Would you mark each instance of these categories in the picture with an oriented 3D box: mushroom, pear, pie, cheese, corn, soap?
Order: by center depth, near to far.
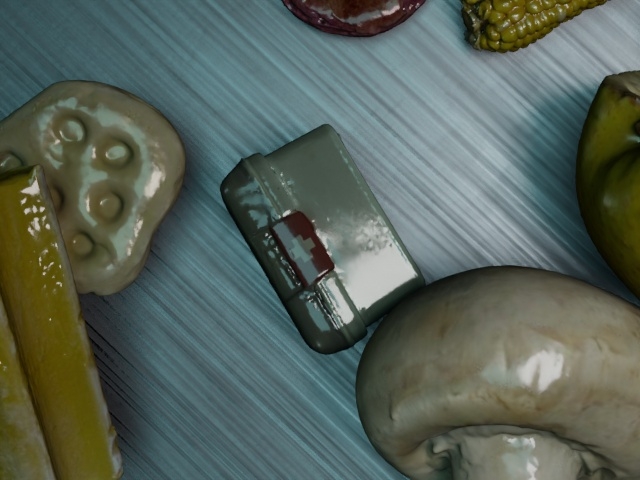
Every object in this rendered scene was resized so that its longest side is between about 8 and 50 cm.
[{"bbox_3d":[0.386,0.001,0.834,0.386,0.340,0.191,13,117,-20],"label":"pear"},{"bbox_3d":[0.174,0.175,0.837,0.297,0.297,0.290,2,58,6],"label":"mushroom"},{"bbox_3d":[-0.371,0.111,0.919,0.293,0.156,0.335,-4,110,18],"label":"soap"},{"bbox_3d":[0.281,-0.283,0.929,0.312,0.102,0.102,-26,89,2],"label":"corn"},{"bbox_3d":[0.035,-0.295,0.975,0.182,0.049,0.182,0,87,3],"label":"pie"},{"bbox_3d":[-0.245,-0.051,0.977,0.235,0.117,0.218,-11,93,9],"label":"cheese"}]

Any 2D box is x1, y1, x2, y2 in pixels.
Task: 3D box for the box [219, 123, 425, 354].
[{"bbox_3d":[0.000,0.000,0.943,0.129,0.148,0.210,-31,88,-6],"label":"box"}]
